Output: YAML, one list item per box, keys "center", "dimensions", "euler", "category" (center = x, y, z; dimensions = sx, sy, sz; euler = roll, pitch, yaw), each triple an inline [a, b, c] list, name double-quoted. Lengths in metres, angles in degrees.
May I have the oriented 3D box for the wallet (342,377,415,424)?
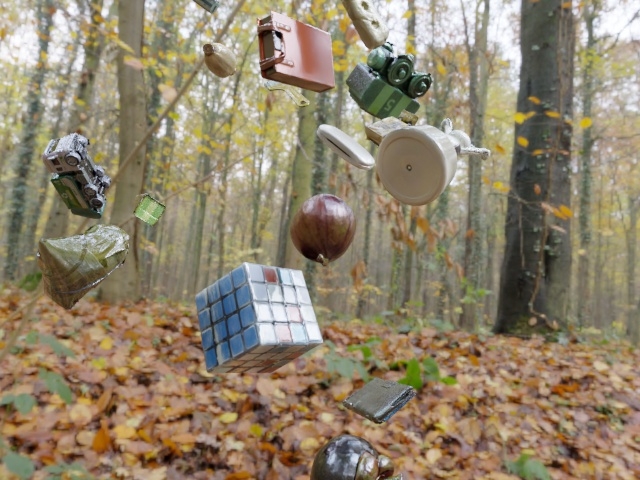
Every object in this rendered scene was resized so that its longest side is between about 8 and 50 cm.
- center: [0.190, 0.531, 1.778]
  dimensions: [0.169, 0.044, 0.317]
  euler: [-32, 1, -17]
  category: "wallet"

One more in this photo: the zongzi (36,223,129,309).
- center: [-0.584, 0.010, 1.323]
  dimensions: [0.125, 0.250, 0.274]
  euler: [30, -40, 8]
  category: "zongzi"

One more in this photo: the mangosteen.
- center: [0.096, 0.603, 1.340]
  dimensions: [0.250, 0.211, 0.211]
  euler: [-4, -10, 28]
  category: "mangosteen"

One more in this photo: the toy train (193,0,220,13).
- center: [-0.450, -0.843, 1.758]
  dimensions: [0.252, 0.048, 0.055]
  euler: [36, 19, 1]
  category: "toy train"

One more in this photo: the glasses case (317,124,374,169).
- center: [0.074, -0.276, 1.564]
  dimensions: [0.204, 0.051, 0.081]
  euler: [43, 31, 22]
  category: "glasses case"

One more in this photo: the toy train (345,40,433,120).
- center: [0.240, -0.541, 1.842]
  dimensions: [0.299, 0.166, 0.238]
  euler: [17, -59, -43]
  category: "toy train"

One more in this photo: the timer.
- center: [0.272, -0.203, 1.219]
  dimensions: [0.175, 0.175, 0.266]
  euler: [-3, 20, 45]
  category: "timer"

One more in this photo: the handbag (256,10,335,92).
- center: [-0.050, -0.393, 1.122]
  dimensions: [0.063, 0.127, 0.190]
  euler: [-5, 0, 40]
  category: "handbag"

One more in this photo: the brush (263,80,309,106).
- center: [-0.074, -0.372, 1.327]
  dimensions: [0.083, 0.011, 0.205]
  euler: [-22, 40, -12]
  category: "brush"

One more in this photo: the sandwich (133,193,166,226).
- center: [-0.521, -0.089, 1.572]
  dimensions: [0.074, 0.074, 0.116]
  euler: [38, -19, -30]
  category: "sandwich"

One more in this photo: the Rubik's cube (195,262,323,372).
- center: [-0.188, 0.239, 1.589]
  dimensions: [0.256, 0.258, 0.253]
  euler: [-34, -29, 33]
  category: "Rubik's cube"

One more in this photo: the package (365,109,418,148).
- center: [0.183, -0.284, 1.360]
  dimensions: [0.131, 0.047, 0.071]
  euler: [-28, 42, -23]
  category: "package"

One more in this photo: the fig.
- center: [0.012, -0.001, 1.525]
  dimensions: [0.186, 0.249, 0.204]
  euler: [17, -39, -35]
  category: "fig"

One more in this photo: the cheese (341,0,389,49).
- center: [0.081, -0.500, 1.128]
  dimensions: [0.065, 0.194, 0.043]
  euler: [-34, 10, -21]
  category: "cheese"

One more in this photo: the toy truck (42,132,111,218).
- center: [-0.687, -0.176, 1.517]
  dimensions: [0.124, 0.114, 0.253]
  euler: [-11, -46, 4]
  category: "toy truck"

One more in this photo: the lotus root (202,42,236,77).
- center: [-0.247, -0.445, 1.322]
  dimensions: [0.062, 0.073, 0.150]
  euler: [21, 2, 15]
  category: "lotus root"
